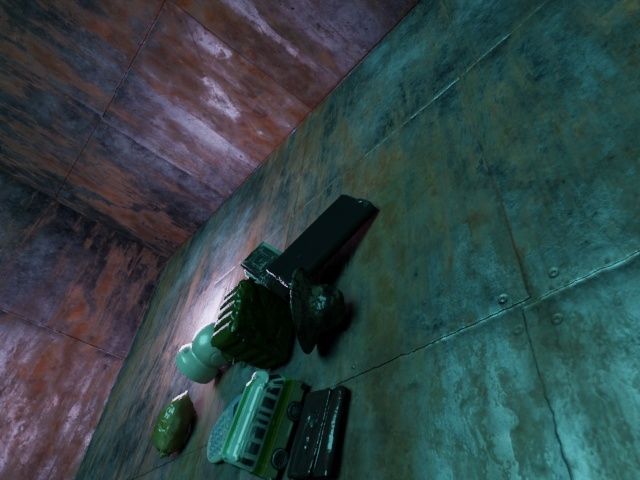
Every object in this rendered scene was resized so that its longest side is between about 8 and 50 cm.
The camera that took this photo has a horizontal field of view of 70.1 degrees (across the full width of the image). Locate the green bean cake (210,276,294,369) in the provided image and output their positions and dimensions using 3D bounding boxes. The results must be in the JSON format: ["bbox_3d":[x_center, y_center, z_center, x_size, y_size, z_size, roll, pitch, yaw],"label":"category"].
[{"bbox_3d":[-0.219,0.286,1.559,0.156,0.250,0.246,-38,29,36],"label":"green bean cake"}]

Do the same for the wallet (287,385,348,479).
[{"bbox_3d":[-0.008,0.492,1.172,0.182,0.049,0.229,-34,31,45],"label":"wallet"}]

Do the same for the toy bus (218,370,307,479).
[{"bbox_3d":[-0.161,0.509,1.287,0.134,0.165,0.275,-21,43,50],"label":"toy bus"}]

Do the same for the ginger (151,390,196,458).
[{"bbox_3d":[-0.588,0.738,1.828,0.138,0.152,0.267,13,63,33],"label":"ginger"}]

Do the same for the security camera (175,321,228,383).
[{"bbox_3d":[-0.456,0.445,1.881,0.236,0.195,0.194,-51,25,6],"label":"security camera"}]

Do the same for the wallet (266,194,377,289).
[{"bbox_3d":[-0.001,-0.001,1.604,0.406,0.062,0.228,-46,28,-12],"label":"wallet"}]

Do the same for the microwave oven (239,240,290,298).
[{"bbox_3d":[-0.193,0.115,1.775,0.162,0.122,0.208,-47,41,-14],"label":"microwave oven"}]

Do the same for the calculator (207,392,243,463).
[{"bbox_3d":[-0.295,0.627,1.536,0.302,0.042,0.188,-47,25,21],"label":"calculator"}]

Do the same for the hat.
[{"bbox_3d":[0.005,0.204,1.370,0.129,0.265,0.265,-8,45,18],"label":"hat"}]

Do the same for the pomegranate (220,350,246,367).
[{"bbox_3d":[-0.315,0.398,1.734,0.131,0.151,0.191,-22,20,-20],"label":"pomegranate"}]
